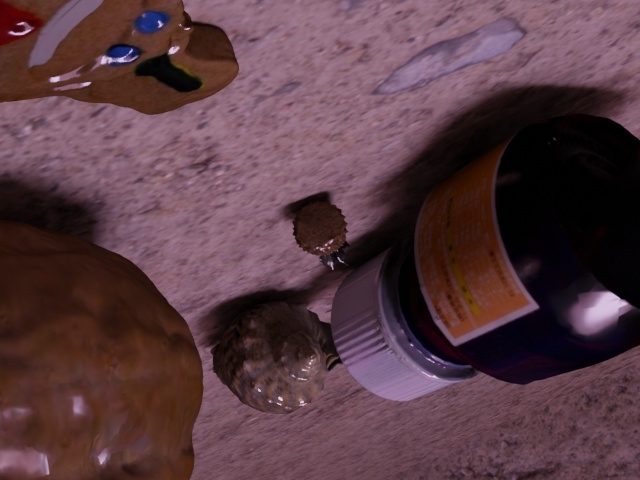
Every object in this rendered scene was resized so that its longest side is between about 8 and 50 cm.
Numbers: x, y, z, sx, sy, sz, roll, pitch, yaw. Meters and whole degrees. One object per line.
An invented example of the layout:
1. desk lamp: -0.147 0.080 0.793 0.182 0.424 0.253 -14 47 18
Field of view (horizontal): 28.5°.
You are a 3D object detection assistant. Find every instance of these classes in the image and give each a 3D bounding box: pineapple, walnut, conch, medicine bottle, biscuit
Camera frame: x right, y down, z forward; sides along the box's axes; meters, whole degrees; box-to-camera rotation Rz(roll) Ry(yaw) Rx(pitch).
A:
1. pineapple: 0.000 0.000 1.258 0.058 0.058 0.124 -21 164 -5
2. walnut: -0.251 0.136 1.007 0.306 0.306 0.344 -34 153 28
3. conch: -0.051 0.135 1.432 0.155 0.130 0.207 8 167 -29
4. medicine bottle: 0.170 0.045 1.294 0.243 0.242 0.395 -5 162 -40
5. biscuit: -0.151 -0.136 0.772 0.183 0.047 0.320 -25 161 15
